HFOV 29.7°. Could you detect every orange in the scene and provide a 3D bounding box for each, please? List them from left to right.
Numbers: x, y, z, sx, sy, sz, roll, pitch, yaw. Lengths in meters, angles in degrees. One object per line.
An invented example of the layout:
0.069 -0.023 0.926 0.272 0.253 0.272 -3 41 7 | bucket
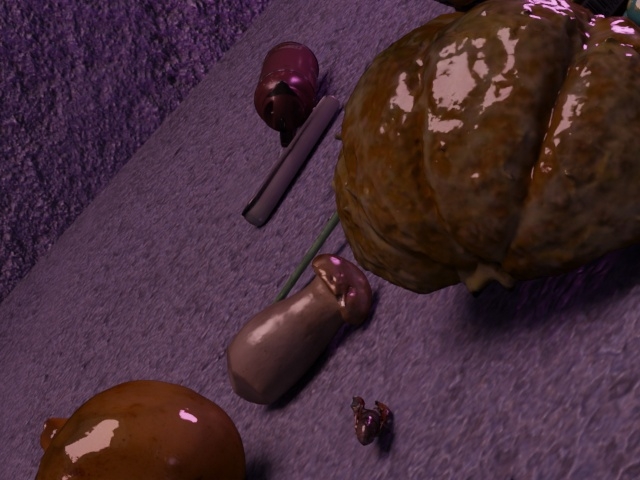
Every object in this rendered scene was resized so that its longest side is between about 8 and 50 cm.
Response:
0.154 -0.105 1.077 0.368 0.210 0.271 -11 35 47 | orange

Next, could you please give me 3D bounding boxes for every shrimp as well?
0.050 0.172 1.166 0.092 0.038 0.029 -102 19 -70 | shrimp

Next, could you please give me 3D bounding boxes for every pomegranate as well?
-0.197 0.264 1.310 0.233 0.233 0.233 -45 18 19 | pomegranate

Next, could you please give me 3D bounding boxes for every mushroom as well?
-0.031 0.108 1.412 0.212 0.088 0.097 -39 30 17 | mushroom

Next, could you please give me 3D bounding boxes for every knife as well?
-0.051 -0.136 2.036 0.266 0.040 0.073 -57 7 -19 | knife

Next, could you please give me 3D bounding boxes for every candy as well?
0.000 0.000 1.602 0.336 0.092 0.093 -54 53 17 | candy

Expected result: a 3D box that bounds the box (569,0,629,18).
0.311 -0.295 1.398 0.240 0.071 0.159 -51 15 -1 | box

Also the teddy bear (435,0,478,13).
0.180 -0.409 1.777 0.177 0.190 0.140 17 99 52 | teddy bear

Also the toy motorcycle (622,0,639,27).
0.362 -0.253 1.129 0.198 0.109 0.296 -46 17 24 | toy motorcycle

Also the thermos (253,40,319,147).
-0.067 -0.260 2.176 0.136 0.109 0.330 -58 10 19 | thermos
